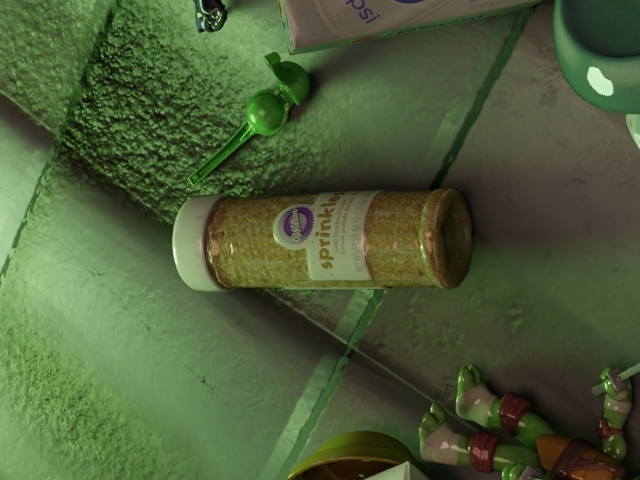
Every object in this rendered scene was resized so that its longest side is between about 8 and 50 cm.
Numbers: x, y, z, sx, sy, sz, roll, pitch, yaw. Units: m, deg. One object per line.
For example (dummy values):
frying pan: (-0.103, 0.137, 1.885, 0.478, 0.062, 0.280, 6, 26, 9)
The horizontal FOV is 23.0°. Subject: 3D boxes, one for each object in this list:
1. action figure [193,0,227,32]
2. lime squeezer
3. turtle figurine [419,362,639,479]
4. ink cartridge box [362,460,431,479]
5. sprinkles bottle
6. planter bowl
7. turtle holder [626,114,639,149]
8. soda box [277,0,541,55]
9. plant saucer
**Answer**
action figure: (-0.070, -0.399, 1.864, 0.330, 0.178, 0.341, 30, 141, 27)
lime squeezer: (-0.069, -0.156, 1.907, 0.059, 0.110, 0.310, 40, 147, -1)
turtle figurine: (0.253, 0.202, 1.740, 0.266, 0.275, 0.198, 16, 72, 29)
ink cartridge box: (0.104, 0.369, 1.839, 0.158, 0.092, 0.218, -27, 128, 29)
sprinkles bottle: (0.000, 0.000, 1.880, 0.355, 0.121, 0.121, -1, 98, 28)
planter bowl: (0.052, 0.293, 1.896, 0.217, 0.090, 0.217, 2, 135, 2)
turtle holder: (0.402, -0.173, 1.559, 0.320, 0.243, 0.227, 37, 132, -9)
soda box: (0.097, -0.275, 1.717, 0.286, 0.098, 0.091, -11, 93, -2)
plant saucer: (0.337, -0.266, 1.474, 0.317, 0.043, 0.318, -31, 42, 32)
